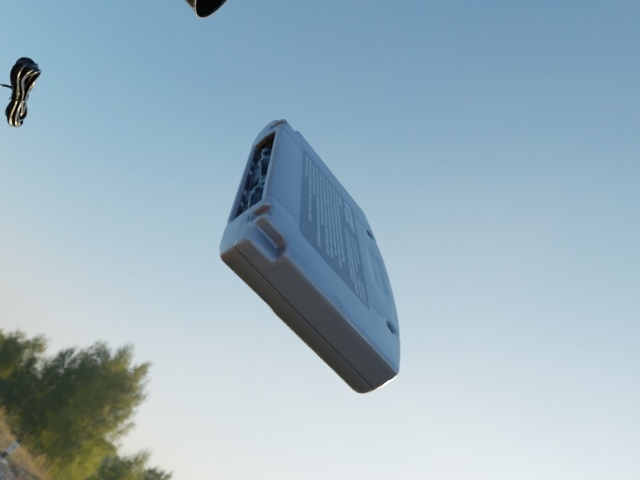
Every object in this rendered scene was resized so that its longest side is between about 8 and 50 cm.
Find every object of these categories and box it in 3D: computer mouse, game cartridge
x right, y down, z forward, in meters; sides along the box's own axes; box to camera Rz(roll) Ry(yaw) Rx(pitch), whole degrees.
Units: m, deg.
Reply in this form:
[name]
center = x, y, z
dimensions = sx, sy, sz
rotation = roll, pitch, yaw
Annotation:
[computer mouse]
center = -0.405, -0.158, 0.537
dimensions = 0.106, 0.193, 0.042
rotation = -37, -94, 33
[game cartridge]
center = 0.000, 0.000, 0.490
dimensions = 0.062, 0.297, 0.198
rotation = -30, -65, 15

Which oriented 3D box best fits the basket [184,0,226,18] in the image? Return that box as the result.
[basket]
center = -0.226, -0.506, 0.761
dimensions = 0.226, 0.154, 0.204
rotation = 37, -77, -3
